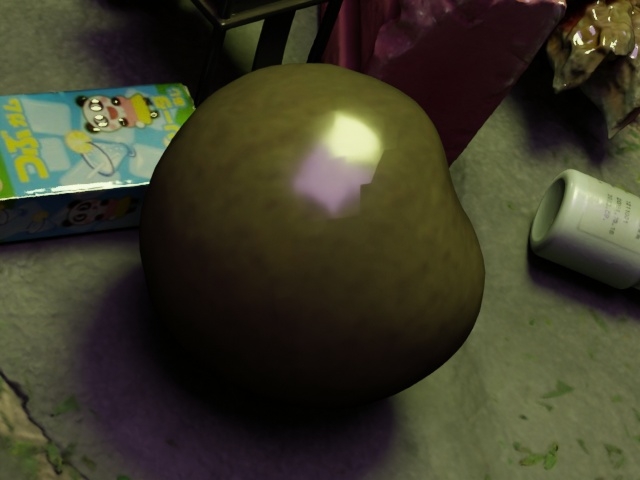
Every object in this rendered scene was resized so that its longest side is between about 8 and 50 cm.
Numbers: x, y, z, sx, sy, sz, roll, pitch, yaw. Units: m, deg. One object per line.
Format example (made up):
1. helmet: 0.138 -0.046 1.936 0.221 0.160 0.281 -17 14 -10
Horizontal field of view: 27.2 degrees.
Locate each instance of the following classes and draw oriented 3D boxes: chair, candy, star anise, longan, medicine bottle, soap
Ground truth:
1. chair: -0.056 -0.231 1.052 0.154 0.260 0.141 -22 60 -35
2. candy: -0.180 -0.060 0.987 0.194 0.062 0.097 -8 60 -30
3. star anise: 0.253 -0.224 1.228 0.236 0.109 0.223 58 35 -3
4. longan: 0.000 0.000 0.916 0.248 0.248 0.248 12 51 -16
5. medicine bottle: 0.252 -0.002 1.128 0.130 0.080 0.080 22 49 -9
6. soap: 0.091 -0.264 1.156 0.128 0.233 0.359 13 51 -17
